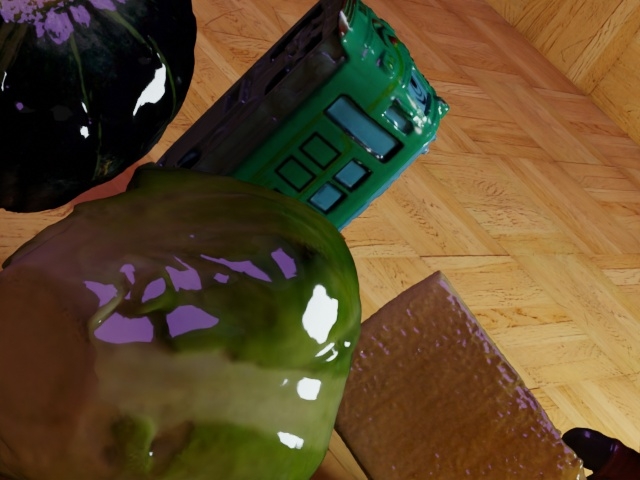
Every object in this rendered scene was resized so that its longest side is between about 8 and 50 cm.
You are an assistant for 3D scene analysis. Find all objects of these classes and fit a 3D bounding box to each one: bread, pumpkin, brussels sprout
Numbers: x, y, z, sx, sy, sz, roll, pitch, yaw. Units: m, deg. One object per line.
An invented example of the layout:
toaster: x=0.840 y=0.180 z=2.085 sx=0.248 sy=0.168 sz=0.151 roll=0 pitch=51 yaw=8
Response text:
bread: x=0.122 y=0.186 z=1.471 sx=0.275 sy=0.184 sz=0.114 roll=54 pitch=-8 yaw=14
pumpkin: x=-0.256 y=-0.160 z=1.274 sx=0.296 sy=0.296 sz=0.296 roll=30 pitch=24 yaw=-15
brussels sprout: x=-0.121 y=0.079 z=1.269 sx=0.314 sy=0.276 sz=0.371 roll=31 pitch=22 yaw=11

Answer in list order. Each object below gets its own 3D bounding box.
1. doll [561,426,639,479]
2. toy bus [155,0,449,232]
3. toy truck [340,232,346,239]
doll: x=0.364 y=0.262 z=1.519 sx=0.174 sy=0.330 sz=0.235 roll=-5 pitch=60 yaw=-52
toy bus: x=-0.026 y=-0.101 z=1.676 sx=0.199 sy=0.343 sz=0.183 roll=41 pitch=21 yaw=-17
toy truck: x=0.000 y=0.000 z=1.901 sx=0.032 sy=0.024 sz=0.083 roll=49 pitch=26 yaw=19
